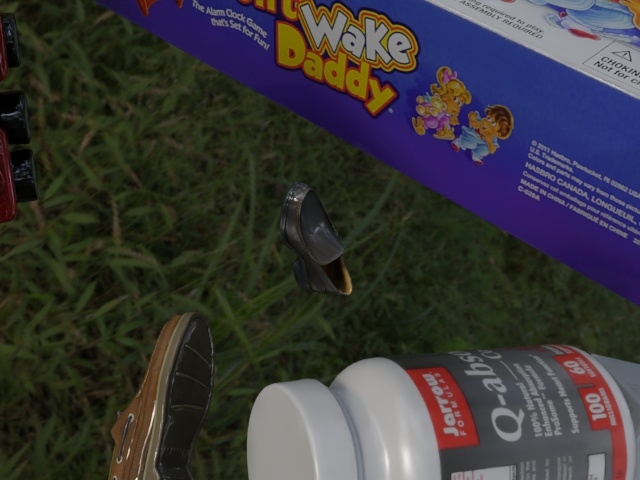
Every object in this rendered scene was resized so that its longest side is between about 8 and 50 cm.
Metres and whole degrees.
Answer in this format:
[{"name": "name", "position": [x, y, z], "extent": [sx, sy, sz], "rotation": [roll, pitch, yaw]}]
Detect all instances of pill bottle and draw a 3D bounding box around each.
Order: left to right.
[{"name": "pill bottle", "position": [0.123, 0.220, 1.065], "extent": [0.363, 0.210, 0.210], "rotation": [-1, 73, -26]}]

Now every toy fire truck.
[{"name": "toy fire truck", "position": [-0.360, -0.109, 0.964], "extent": [0.158, 0.246, 0.217], "rotation": [-6, 103, -12]}]

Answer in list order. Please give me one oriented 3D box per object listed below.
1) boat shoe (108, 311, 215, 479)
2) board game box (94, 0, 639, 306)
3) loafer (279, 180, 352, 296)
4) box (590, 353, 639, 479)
[{"name": "boat shoe", "position": [-0.213, 0.235, 1.294], "extent": [0.111, 0.104, 0.307], "rotation": [43, 51, -54]}, {"name": "board game box", "position": [0.088, -0.119, 0.469], "extent": [0.347, 0.078, 0.233], "rotation": [31, 45, 25]}, {"name": "loafer", "position": [0.000, 0.000, 1.129], "extent": [0.062, 0.061, 0.170], "rotation": [-56, 151, -25]}, {"name": "box", "position": [0.407, 0.248, 1.361], "extent": [0.091, 0.130, 0.170], "rotation": [13, 18, -15]}]
